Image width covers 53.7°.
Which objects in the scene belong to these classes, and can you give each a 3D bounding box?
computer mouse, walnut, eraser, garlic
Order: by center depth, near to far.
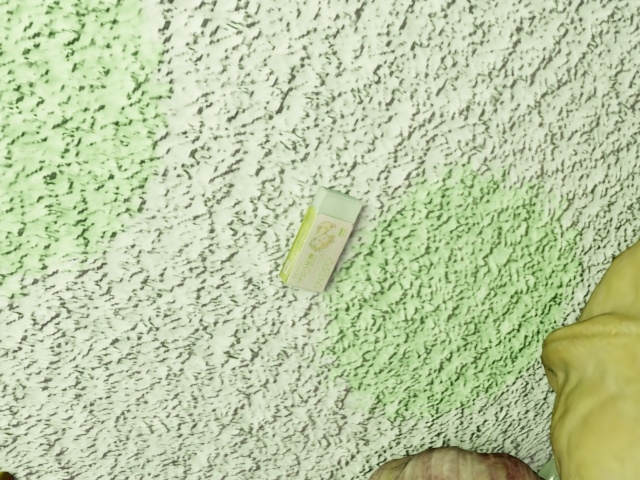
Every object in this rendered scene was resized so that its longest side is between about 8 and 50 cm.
[{"bbox_3d":[0.000,0.000,0.507,0.038,0.019,0.083,16,108,-25],"label":"eraser"},{"bbox_3d":[0.379,0.160,0.557,0.381,0.381,0.381,-9,118,-17],"label":"walnut"},{"bbox_3d":[0.140,0.294,0.628,0.244,0.160,0.245,6,124,9],"label":"garlic"},{"bbox_3d":[0.268,0.306,0.753,0.110,0.032,0.056,-46,121,5],"label":"computer mouse"}]

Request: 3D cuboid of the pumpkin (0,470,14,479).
[{"bbox_3d":[-0.318,0.239,0.436,0.253,0.149,0.130,8,120,-23],"label":"pumpkin"}]
